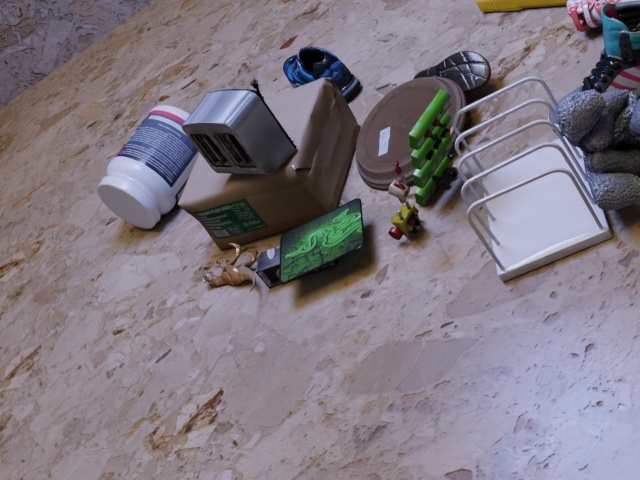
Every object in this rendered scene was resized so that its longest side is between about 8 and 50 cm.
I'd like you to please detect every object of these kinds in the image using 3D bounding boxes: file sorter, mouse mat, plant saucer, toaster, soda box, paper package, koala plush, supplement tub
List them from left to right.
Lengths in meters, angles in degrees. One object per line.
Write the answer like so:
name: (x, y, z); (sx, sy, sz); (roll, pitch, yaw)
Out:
supplement tub: (-0.410, -0.185, 2.433); (0.191, 0.191, 0.272); (2, 51, 45)
toaster: (-0.165, -0.217, 1.945); (0.168, 0.185, 0.110); (5, 51, 44)
paper package: (-0.107, -0.166, 2.141); (0.325, 0.168, 0.309); (-15, 40, 31)
soda box: (-0.044, 0.036, 1.942); (0.169, 0.053, 0.060); (-19, 39, 27)
mouse mat: (0.000, 0.000, 1.888); (0.190, 0.007, 0.152); (-25, 36, 18)
plant saucer: (0.176, -0.230, 2.012); (0.278, 0.041, 0.277); (-28, 43, 30)
file sorter: (0.340, -0.111, 1.637); (0.193, 0.173, 0.277); (-25, 36, 21)
koala plush: (0.513, -0.185, 1.547); (0.221, 0.196, 0.203); (-25, 7, 22)

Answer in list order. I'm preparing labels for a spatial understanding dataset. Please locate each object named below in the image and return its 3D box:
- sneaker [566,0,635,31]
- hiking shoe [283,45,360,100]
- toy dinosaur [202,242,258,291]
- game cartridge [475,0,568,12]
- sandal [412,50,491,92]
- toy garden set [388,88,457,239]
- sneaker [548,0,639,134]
sneaker: (0.564, -0.437, 1.882); (0.145, 0.090, 0.270); (-28, 31, 18)
hiking shoe: (-0.014, -0.432, 2.394); (0.113, 0.132, 0.304); (-46, 34, -9)
toy dinosaur: (-0.166, 0.066, 2.036); (0.211, 0.064, 0.112); (-6, 63, 53)
game cartridge: (0.531, -0.622, 2.173); (0.324, 0.052, 0.285); (9, 56, 52)
sandal: (0.282, -0.339, 2.065); (0.219, 0.060, 0.090); (-16, 74, 52)
toy garden set: (0.190, -0.121, 1.770); (0.049, 0.244, 0.203); (29, 71, 21)
sneaker: (0.510, -0.319, 1.709); (0.296, 0.178, 0.123); (-30, 34, 14)
